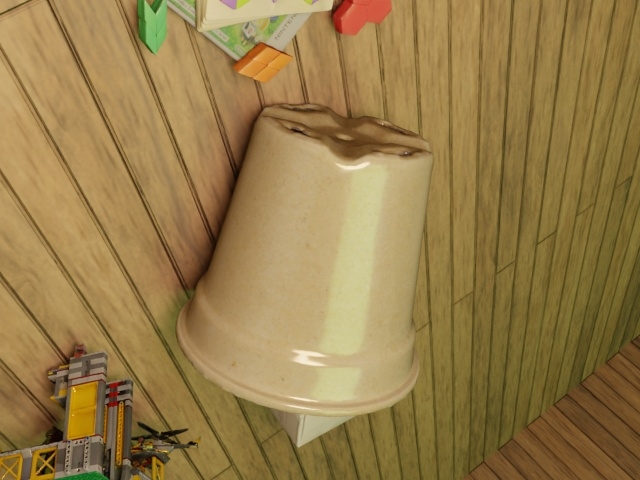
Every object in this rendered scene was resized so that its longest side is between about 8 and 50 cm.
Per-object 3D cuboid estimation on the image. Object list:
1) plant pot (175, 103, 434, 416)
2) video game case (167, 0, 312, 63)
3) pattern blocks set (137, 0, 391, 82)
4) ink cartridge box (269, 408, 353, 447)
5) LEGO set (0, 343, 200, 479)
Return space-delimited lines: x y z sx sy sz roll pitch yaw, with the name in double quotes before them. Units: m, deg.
"plant pot" 0.000 0.000 0.963 0.333 0.333 0.306 -7 119 -40
"video game case" -0.070 -0.301 0.808 0.193 0.023 0.212 -51 144 7
"pattern blocks set" -0.047 -0.297 0.791 0.324 0.026 0.286 -28 141 -22
"ink cartridge box" -0.027 0.185 1.162 0.158 0.218 0.092 -22 139 -28
"LEGO set" -0.341 0.281 1.034 0.254 0.192 0.331 -17 142 12
